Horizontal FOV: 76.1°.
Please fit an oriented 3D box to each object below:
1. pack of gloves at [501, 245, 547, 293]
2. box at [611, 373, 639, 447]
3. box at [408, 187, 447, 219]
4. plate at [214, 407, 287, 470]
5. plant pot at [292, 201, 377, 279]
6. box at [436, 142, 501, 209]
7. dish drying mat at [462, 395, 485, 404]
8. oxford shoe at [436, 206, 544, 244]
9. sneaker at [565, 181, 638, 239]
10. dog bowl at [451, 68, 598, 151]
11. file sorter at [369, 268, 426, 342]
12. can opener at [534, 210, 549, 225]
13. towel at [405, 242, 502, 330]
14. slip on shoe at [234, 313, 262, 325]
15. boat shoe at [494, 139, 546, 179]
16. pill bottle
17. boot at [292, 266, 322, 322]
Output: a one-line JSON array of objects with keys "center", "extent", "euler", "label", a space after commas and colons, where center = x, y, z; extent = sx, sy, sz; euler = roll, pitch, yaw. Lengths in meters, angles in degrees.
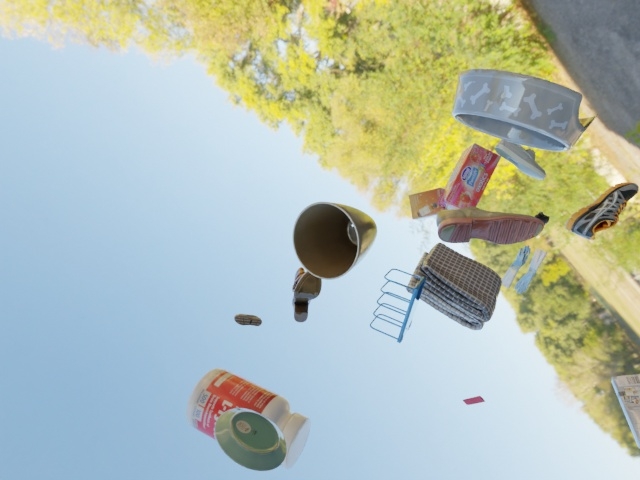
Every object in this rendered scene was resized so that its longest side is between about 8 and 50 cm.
[{"center": [0.978, 0.142, 1.952], "extent": [0.046, 0.232, 0.195], "euler": [24, -170, -8], "label": "pack of gloves"}, {"center": [0.917, 0.461, 1.122], "extent": [0.038, 0.145, 0.186], "euler": [56, -152, -42], "label": "box"}, {"center": [0.547, -0.182, 2.060], "extent": [0.091, 0.170, 0.130], "euler": [1, -102, -57], "label": "box"}, {"center": [-0.161, 0.465, 0.981], "extent": [0.188, 0.024, 0.188], "euler": [27, -168, -6], "label": "plate"}, {"center": [0.083, -0.018, 1.436], "extent": [0.256, 0.256, 0.274], "euler": [56, -148, 12], "label": "plant pot"}, {"center": [0.686, -0.277, 1.908], "extent": [0.142, 0.300, 0.154], "euler": [27, 179, 1], "label": "box"}, {"center": [0.602, 0.629, 1.607], "extent": [0.032, 0.083, 0.008], "euler": [48, -137, -3], "label": "dish drying mat"}, {"center": [0.648, -0.079, 1.580], "extent": [0.146, 0.397, 0.140], "euler": [-86, -2, -48], "label": "oxford shoe"}, {"center": [0.801, -0.078, 1.144], "extent": [0.084, 0.215, 0.083], "euler": [45, -171, -47], "label": "sneaker"}, {"center": [0.502, -0.325, 1.049], "extent": [0.349, 0.102, 0.349], "euler": [19, -167, -5], "label": "dog bowl"}, {"center": [0.222, 0.182, 1.184], "extent": [0.104, 0.170, 0.118], "euler": [20, -161, 21], "label": "file sorter"}, {"center": [0.893, -0.078, 1.674], "extent": [0.059, 0.073, 0.186], "euler": [35, -166, 20], "label": "can opener"}, {"center": [0.462, 0.140, 1.391], "extent": [0.284, 0.121, 0.235], "euler": [33, -139, 12], "label": "towel"}, {"center": [-0.328, 0.353, 1.842], "extent": [0.135, 0.051, 0.041], "euler": [14, -163, -30], "label": "slip on shoe"}, {"center": [0.788, -0.323, 1.580], "extent": [0.227, 0.081, 0.079], "euler": [35, -176, -1], "label": "boat shoe"}, {"center": [-0.252, 0.632, 1.456], "extent": [0.408, 0.229, 0.229], "euler": [16, -169, 23], "label": "pill bottle"}, {"center": [-0.063, 0.184, 1.764], "extent": [0.109, 0.283, 0.220], "euler": [5, -145, -6], "label": "boot"}]
